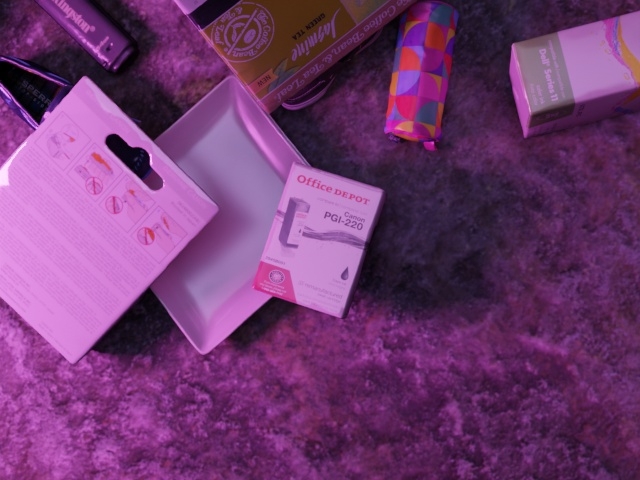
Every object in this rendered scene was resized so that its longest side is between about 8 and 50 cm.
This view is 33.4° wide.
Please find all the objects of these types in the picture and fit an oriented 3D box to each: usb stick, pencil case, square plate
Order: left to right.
[{"bbox_3d":[-0.432,-0.405,1.869,0.278,0.045,0.077,44,92,8],"label":"usb stick"},{"bbox_3d":[-0.169,-0.045,1.807,0.347,0.049,0.344,-40,83,4],"label":"square plate"},{"bbox_3d":[0.166,-0.272,1.752,0.104,0.104,0.236,9,90,9],"label":"pencil case"}]

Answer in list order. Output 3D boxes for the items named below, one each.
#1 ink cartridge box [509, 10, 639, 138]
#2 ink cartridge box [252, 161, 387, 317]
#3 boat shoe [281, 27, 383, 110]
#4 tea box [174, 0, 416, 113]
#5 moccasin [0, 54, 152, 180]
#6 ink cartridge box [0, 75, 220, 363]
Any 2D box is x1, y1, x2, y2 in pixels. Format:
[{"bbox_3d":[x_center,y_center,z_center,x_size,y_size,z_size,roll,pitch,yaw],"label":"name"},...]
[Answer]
[{"bbox_3d":[0.479,-0.269,1.647,0.353,0.207,0.119,-14,83,8],"label":"ink cartridge box"},{"bbox_3d":[0.000,0.000,1.712,0.158,0.092,0.218,18,87,6],"label":"ink cartridge box"},{"bbox_3d":[0.014,-0.309,1.783,0.228,0.076,0.080,-38,82,4],"label":"boat shoe"},{"bbox_3d":[-0.068,-0.442,1.655,0.329,0.323,0.220,-38,45,5],"label":"tea box"},{"bbox_3d":[-0.435,-0.200,1.797,0.342,0.117,0.138,29,87,18],"label":"moccasin"},{"bbox_3d":[-0.386,-0.032,1.752,0.308,0.091,0.385,44,105,-3],"label":"ink cartridge box"}]
